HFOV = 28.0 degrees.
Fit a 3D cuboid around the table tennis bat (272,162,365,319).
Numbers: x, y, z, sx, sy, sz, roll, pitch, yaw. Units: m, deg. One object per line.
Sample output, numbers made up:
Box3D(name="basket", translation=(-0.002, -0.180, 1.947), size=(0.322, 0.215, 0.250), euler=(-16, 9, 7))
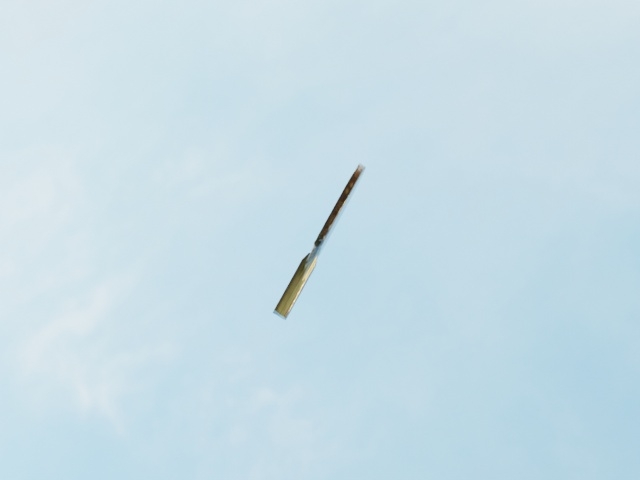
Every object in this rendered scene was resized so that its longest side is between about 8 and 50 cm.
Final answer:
Box3D(name="table tennis bat", translation=(0.000, 0.000, 0.605), size=(0.007, 0.050, 0.083), euler=(29, -104, 1))
